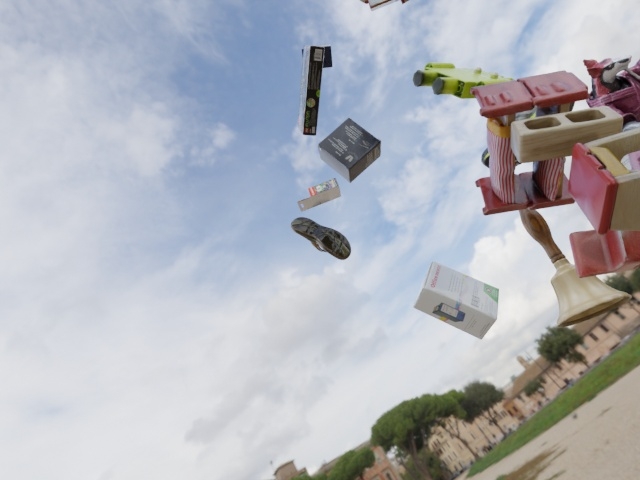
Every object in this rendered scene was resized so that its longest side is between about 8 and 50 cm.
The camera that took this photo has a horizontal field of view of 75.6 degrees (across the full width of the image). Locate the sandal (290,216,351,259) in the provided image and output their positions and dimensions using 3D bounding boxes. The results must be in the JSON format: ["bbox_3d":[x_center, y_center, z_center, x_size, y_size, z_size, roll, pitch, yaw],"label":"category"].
[{"bbox_3d":[0.000,0.000,1.289,0.090,0.219,0.060,-48,-25,-39],"label":"sandal"}]

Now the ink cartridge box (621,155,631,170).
[{"bbox_3d":[0.965,-0.169,1.114,0.211,0.289,0.121,-14,-20,-12],"label":"ink cartridge box"}]

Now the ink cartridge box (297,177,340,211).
[{"bbox_3d":[-0.006,-0.118,1.077,0.115,0.029,0.063,-21,-22,0],"label":"ink cartridge box"}]

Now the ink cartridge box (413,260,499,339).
[{"bbox_3d":[0.398,0.168,1.210,0.154,0.213,0.093,-52,-16,-52],"label":"ink cartridge box"}]

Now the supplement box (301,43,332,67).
[{"bbox_3d":[-0.009,-0.527,1.183,0.083,0.083,0.056,-5,-61,2],"label":"supplement box"}]

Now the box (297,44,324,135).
[{"bbox_3d":[-0.027,-0.382,1.048,0.036,0.114,0.206,1,-65,-11],"label":"box"}]

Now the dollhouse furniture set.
[{"bbox_3d":[0.325,-0.088,0.597,0.152,0.374,0.201,-7,-56,16],"label":"dollhouse furniture set"}]

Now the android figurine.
[{"bbox_3d":[0.394,-0.430,1.110,0.273,0.248,0.056,-10,-54,-22],"label":"android figurine"}]

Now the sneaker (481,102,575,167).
[{"bbox_3d":[0.570,-0.317,1.175,0.300,0.121,0.111,-40,-49,-1],"label":"sneaker"}]

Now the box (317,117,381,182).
[{"bbox_3d":[0.102,-0.315,1.441,0.158,0.156,0.093,-43,-22,-11],"label":"box"}]

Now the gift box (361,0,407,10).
[{"bbox_3d":[0.195,-0.850,1.205,0.277,0.255,0.258,-9,15,16],"label":"gift box"}]

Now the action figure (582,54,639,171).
[{"bbox_3d":[0.747,-0.302,0.963,0.248,0.370,0.276,-54,1,-13],"label":"action figure"}]

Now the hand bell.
[{"bbox_3d":[0.444,0.028,0.780,0.126,0.242,0.126,-14,-30,-8],"label":"hand bell"}]
